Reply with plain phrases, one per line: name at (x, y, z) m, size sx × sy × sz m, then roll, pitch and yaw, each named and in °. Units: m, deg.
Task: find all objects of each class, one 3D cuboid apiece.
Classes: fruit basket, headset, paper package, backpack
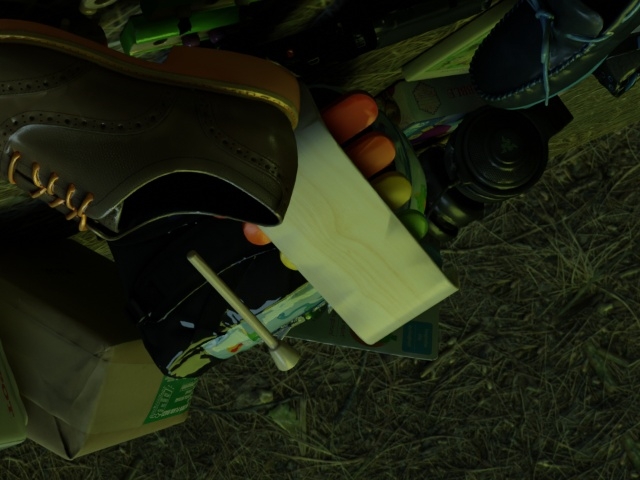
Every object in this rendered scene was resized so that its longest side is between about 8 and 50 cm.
fruit basket at (-0.008, 0.024, 1.632) m, size 0.353 × 0.165 × 0.327 m, roll 5°, pitch -144°, yaw 4°
headset at (0.185, -0.113, 1.641) m, size 0.394 × 0.185 × 0.243 m, roll -34°, pitch 178°, yaw -42°
paper package at (-0.338, 0.132, 1.575) m, size 0.168 × 0.310 × 0.325 m, roll -66°, pitch 162°, yaw 9°
backpack at (-0.052, -0.035, 1.403) m, size 0.356 × 0.290 × 0.273 m, roll -36°, pitch 158°, yaw 25°

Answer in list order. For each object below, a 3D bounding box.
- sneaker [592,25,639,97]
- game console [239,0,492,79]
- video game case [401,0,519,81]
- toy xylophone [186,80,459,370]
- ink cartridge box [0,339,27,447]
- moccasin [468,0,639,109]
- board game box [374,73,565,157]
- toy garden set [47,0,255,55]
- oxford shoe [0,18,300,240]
sneaker at (0.355, -0.237, 1.604) m, size 0.217 × 0.121 × 0.079 m, roll -26°, pitch 171°, yaw 34°
game console at (0.021, -0.197, 1.168) m, size 0.361 × 0.043 × 0.213 m, roll -25°, pitch -171°, yaw -35°
video game case at (0.236, -0.260, 1.484) m, size 0.193 × 0.023 × 0.212 m, roll -15°, pitch 171°, yaw -43°
toy xylophone at (0.000, 0.000, 1.229) m, size 0.236 × 0.322 × 0.081 m, roll -27°, pitch -147°, yaw 8°
ink cartridge box at (-0.465, 0.114, 1.228) m, size 0.161 × 0.279 × 0.384 m, roll -20°, pitch 173°, yaw -1°
moccasin at (0.277, -0.267, 1.243) m, size 0.342 × 0.137 × 0.117 m, roll -42°, pitch 158°, yaw 31°
board game box at (0.148, -0.165, 1.772) m, size 0.318 × 0.065 × 0.319 m, roll -15°, pitch 171°, yaw -37°
toy garden set at (-0.114, -0.186, 0.914) m, size 0.204 × 0.049 × 0.244 m, roll -18°, pitch 172°, yaw -26°
oxford shoe at (-0.193, -0.075, 0.888) m, size 0.364 × 0.132 × 0.130 m, roll 2°, pitch 158°, yaw -9°
